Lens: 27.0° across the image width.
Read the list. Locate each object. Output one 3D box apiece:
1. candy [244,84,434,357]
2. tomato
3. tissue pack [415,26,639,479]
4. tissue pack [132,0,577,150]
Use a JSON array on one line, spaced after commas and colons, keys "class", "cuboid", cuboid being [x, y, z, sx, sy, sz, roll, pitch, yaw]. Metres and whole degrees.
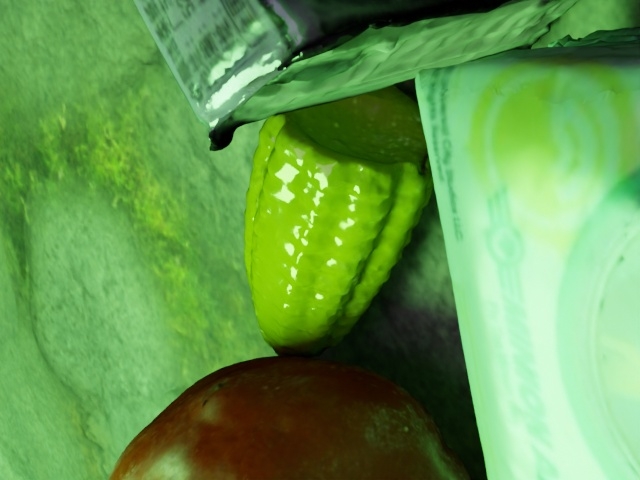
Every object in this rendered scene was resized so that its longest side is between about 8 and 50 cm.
[{"class": "candy", "cuboid": [0.000, 0.000, 0.804, 0.106, 0.094, 0.199, 38, 135, 21]}, {"class": "tomato", "cuboid": [-0.028, 0.168, 0.801, 0.232, 0.232, 0.188, -8, 103, 46]}, {"class": "tissue pack", "cuboid": [0.241, 0.046, 0.528, 0.388, 0.162, 0.287, 3, 111, 44]}, {"class": "tissue pack", "cuboid": [-0.028, -0.237, 0.618, 0.122, 0.259, 0.361, -33, 80, 44]}]
